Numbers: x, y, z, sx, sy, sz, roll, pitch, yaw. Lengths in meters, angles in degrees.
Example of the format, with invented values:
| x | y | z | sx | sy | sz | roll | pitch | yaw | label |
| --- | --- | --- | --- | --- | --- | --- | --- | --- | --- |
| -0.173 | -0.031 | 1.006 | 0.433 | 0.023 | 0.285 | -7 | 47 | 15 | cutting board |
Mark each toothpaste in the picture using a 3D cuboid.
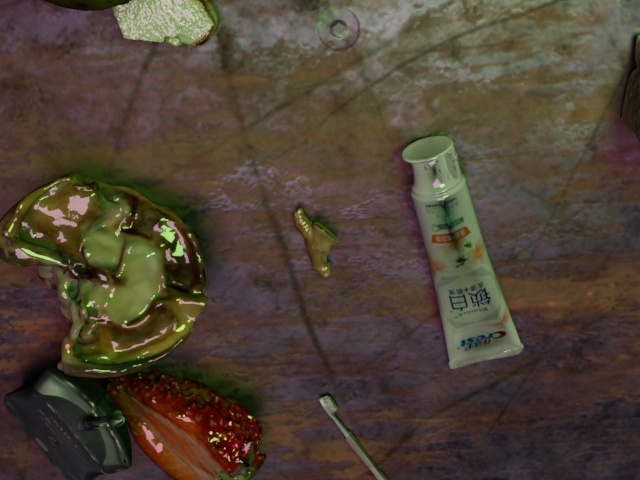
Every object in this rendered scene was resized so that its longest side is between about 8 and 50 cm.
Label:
| x | y | z | sx | sy | sz | roll | pitch | yaw | label |
| --- | --- | --- | --- | --- | --- | --- | --- | --- | --- |
| 0.169 | 0.028 | 0.885 | 0.100 | 0.066 | 0.323 | -16 | 120 | 10 | toothpaste |

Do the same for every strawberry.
| x | y | z | sx | sy | sz | roll | pitch | yaw | label |
| --- | --- | --- | --- | --- | --- | --- | --- | --- | --- |
| -0.180 | 0.255 | 0.991 | 0.228 | 0.098 | 0.174 | 27 | 132 | 12 | strawberry |

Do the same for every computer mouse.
| x | y | z | sx | sy | sz | roll | pitch | yaw | label |
| --- | --- | --- | --- | --- | --- | --- | --- | --- | --- |
| -0.289 | 0.220 | 0.903 | 0.167 | 0.090 | 0.379 | 53 | 145 | -9 | computer mouse |

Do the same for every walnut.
| x | y | z | sx | sy | sz | roll | pitch | yaw | label |
| --- | --- | --- | --- | --- | --- | --- | --- | --- | --- |
| -0.244 | 0.030 | 0.853 | 0.204 | 0.141 | 0.238 | -24 | 105 | -12 | walnut |

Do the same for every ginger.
| x | y | z | sx | sy | sz | roll | pitch | yaw | label |
| --- | --- | --- | --- | --- | --- | --- | --- | --- | --- |
| 0.001 | -0.001 | 0.890 | 0.048 | 0.030 | 0.097 | -7 | 116 | 36 | ginger |

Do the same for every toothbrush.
| x | y | z | sx | sy | sz | roll | pitch | yaw | label |
| --- | --- | --- | --- | --- | --- | --- | --- | --- | --- |
| 0.052 | 0.292 | 1.039 | 0.017 | 0.014 | 0.194 | -27 | 112 | 13 | toothbrush |

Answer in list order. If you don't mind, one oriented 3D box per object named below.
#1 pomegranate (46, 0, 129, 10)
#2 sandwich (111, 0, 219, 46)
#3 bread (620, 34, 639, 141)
| x | y | z | sx | sy | sz | roll | pitch | yaw | label |
| --- | --- | --- | --- | --- | --- | --- | --- | --- | --- |
| -0.200 | -0.344 | 0.656 | 0.231 | 0.231 | 0.286 | 45 | 68 | -18 | pomegranate |
| -0.165 | -0.242 | 0.774 | 0.105 | 0.036 | 0.093 | 38 | 111 | -17 | sandwich |
| 0.374 | -0.142 | 0.745 | 0.077 | 0.152 | 0.105 | 3 | 121 | 0 | bread |
